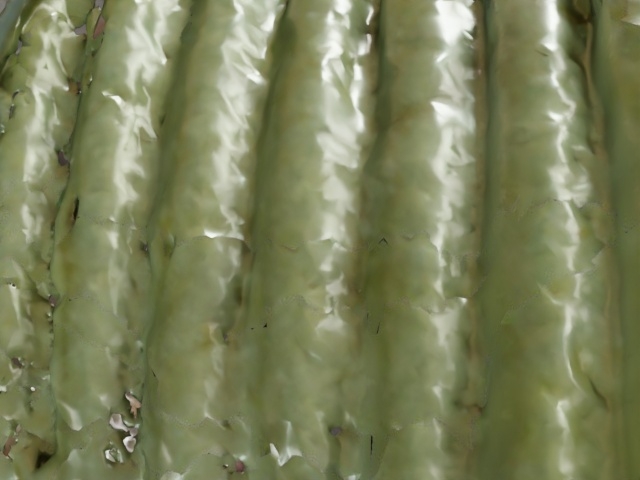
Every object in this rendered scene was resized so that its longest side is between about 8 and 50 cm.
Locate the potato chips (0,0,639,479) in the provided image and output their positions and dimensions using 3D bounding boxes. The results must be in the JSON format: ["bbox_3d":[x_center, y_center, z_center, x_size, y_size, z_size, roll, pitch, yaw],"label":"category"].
[{"bbox_3d":[-0.005,0.007,0.420,0.373,0.097,0.389,16,76,28],"label":"potato chips"}]

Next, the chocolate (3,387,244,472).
[{"bbox_3d":[-0.204,0.217,0.875,0.340,0.210,0.225,-18,-17,-49],"label":"chocolate"}]
